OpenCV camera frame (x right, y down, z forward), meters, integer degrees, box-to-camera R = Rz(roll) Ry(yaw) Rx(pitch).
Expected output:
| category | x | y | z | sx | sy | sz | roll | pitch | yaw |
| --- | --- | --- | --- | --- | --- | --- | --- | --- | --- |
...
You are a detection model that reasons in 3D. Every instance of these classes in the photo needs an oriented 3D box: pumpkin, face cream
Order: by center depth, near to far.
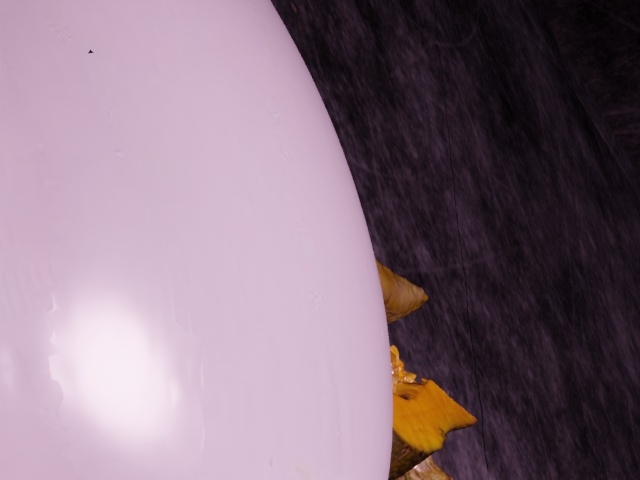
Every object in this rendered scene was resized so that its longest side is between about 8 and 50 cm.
| category | x | y | z | sx | sy | sz | roll | pitch | yaw |
| --- | --- | --- | --- | --- | --- | --- | --- | --- | --- |
| face cream | -0.092 | 0.034 | 0.494 | 0.312 | 0.219 | 0.357 | 15 | 58 | -67 |
| pumpkin | 0.033 | 0.160 | 1.033 | 0.248 | 0.131 | 0.126 | 40 | 27 | -40 |

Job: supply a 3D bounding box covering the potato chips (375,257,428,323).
| category | x | y | z | sx | sy | sz | roll | pitch | yaw |
| --- | --- | --- | --- | --- | --- | --- | --- | --- | --- |
| potato chips | 0.000 | 0.000 | 1.184 | 0.407 | 0.057 | 0.080 | 42 | 38 | -46 |
